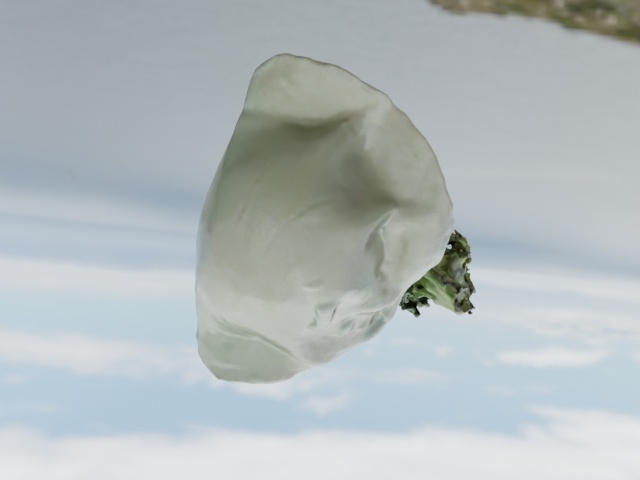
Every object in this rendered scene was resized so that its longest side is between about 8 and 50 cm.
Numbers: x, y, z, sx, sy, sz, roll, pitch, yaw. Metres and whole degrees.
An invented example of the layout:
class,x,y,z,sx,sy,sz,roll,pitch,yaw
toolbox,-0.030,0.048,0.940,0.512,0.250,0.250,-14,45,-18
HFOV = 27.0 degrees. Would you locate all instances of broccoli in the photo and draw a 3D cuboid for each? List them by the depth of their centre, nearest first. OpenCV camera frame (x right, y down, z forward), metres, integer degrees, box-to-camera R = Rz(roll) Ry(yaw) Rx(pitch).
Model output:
class,x,y,z,sx,sy,sz,roll,pitch,yaw
broccoli,0.085,0.022,1.042,0.095,0.097,0.092,-21,-143,-36

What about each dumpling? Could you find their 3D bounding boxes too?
class,x,y,z,sx,sy,sz,roll,pitch,yaw
dumpling,0.000,0.000,0.833,0.151,0.228,0.124,16,-150,-2
